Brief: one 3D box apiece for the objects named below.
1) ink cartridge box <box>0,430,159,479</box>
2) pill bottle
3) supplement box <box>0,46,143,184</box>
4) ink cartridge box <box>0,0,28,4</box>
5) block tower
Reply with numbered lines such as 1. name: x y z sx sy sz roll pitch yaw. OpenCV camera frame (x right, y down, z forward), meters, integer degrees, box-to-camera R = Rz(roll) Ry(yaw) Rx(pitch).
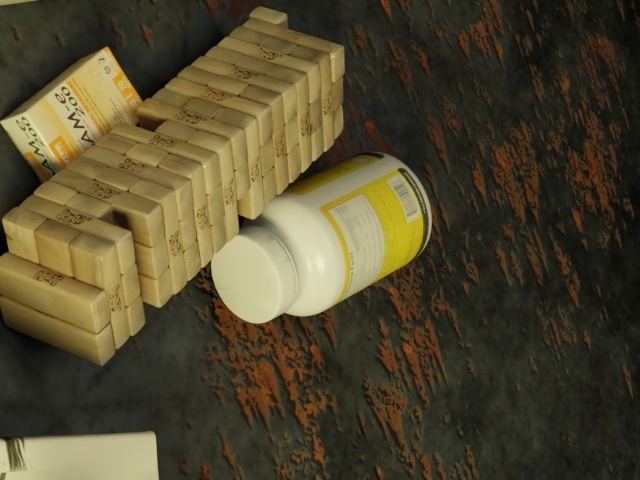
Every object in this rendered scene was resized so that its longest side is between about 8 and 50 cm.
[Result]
1. ink cartridge box: -0.222 0.169 0.976 0.203 0.148 0.086 4 77 -45
2. pill bottle: 0.000 0.000 1.260 0.184 0.103 0.103 -27 100 -44
3. supplement box: -0.180 -0.091 1.150 0.098 0.036 0.062 -48 114 -39
4. ink cartridge box: -0.195 -0.317 1.070 0.384 0.160 0.279 -22 98 -51
5. block tower: -0.098 -0.052 1.161 0.335 0.097 0.091 -48 148 -40
